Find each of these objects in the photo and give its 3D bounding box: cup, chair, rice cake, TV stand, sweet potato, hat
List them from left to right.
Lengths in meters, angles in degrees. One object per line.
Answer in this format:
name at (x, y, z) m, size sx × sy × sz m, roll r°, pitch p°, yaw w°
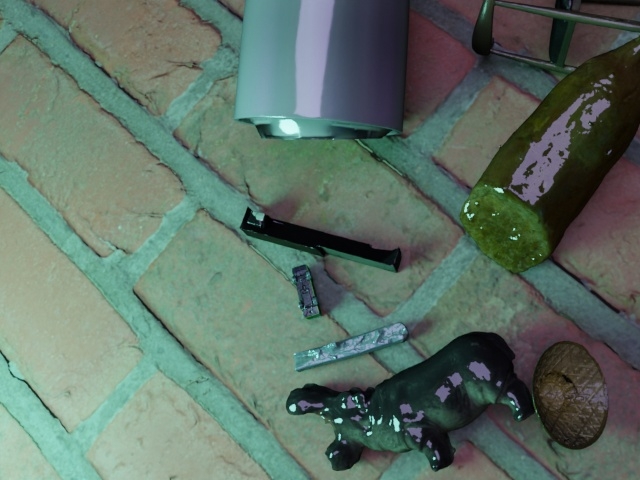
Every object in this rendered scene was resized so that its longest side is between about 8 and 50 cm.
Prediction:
TV stand at (0.000, 0.000, 1.144) m, size 0.256 × 0.049 × 0.040 m, roll 15°, pitch 78°, yaw 17°
cup at (0.011, -0.327, 1.078) m, size 0.253 × 0.253 × 0.372 m, roll 6°, pitch 94°, yaw 14°
rice cake at (0.045, 0.161, 1.094) m, size 0.180 × 0.042 × 0.030 m, roll -18°, pitch 70°, yaw 7°
hat at (0.325, 0.215, 1.009) m, size 0.146 × 0.067 × 0.146 m, roll 8°, pitch 74°, yaw -29°
sweet potato at (0.347, -0.128, 1.032) m, size 0.158 × 0.158 × 0.370 m, roll 39°, pitch 97°, yaw 19°
chair at (0.375, -0.352, 1.084) m, size 0.272 × 0.188 × 0.166 m, roll 9°, pitch 77°, yaw 12°

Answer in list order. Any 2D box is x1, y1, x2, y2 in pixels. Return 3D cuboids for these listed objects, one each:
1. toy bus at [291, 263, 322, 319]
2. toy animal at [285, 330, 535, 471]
toy bus at (-0.021, 0.080, 1.133) m, size 0.031 × 0.037 × 0.083 m, roll -18°, pitch 71°, yaw 9°
toy animal at (0.124, 0.244, 1.023) m, size 0.343 × 0.106 × 0.168 m, roll -19°, pitch 73°, yaw 11°
